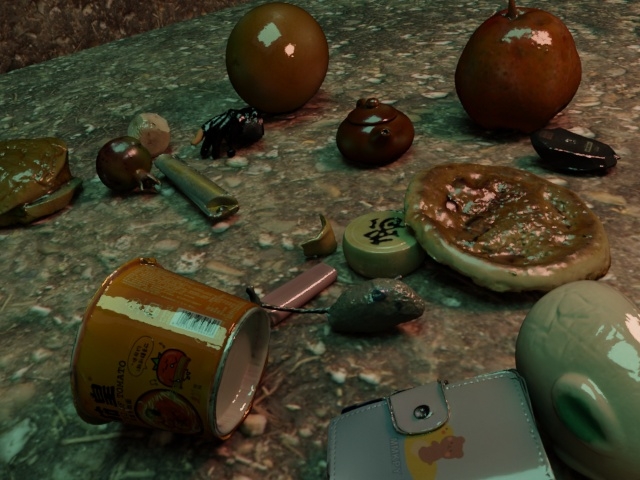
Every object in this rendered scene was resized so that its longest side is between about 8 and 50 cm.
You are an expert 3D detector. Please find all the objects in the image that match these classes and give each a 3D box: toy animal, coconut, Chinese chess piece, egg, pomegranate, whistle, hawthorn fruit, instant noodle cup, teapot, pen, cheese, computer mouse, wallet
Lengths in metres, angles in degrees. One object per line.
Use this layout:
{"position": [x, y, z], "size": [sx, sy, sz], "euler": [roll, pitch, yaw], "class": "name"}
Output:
{"position": [0.024, 0.094, 0.822], "size": [0.252, 0.079, 0.070], "euler": [-1, 13, 10], "class": "toy animal"}
{"position": [-0.442, -0.278, 1.459], "size": [0.110, 0.110, 0.124], "euler": [-16, 38, -11], "class": "coconut"}
{"position": [0.108, 0.003, 0.954], "size": [0.144, 0.059, 0.144], "euler": [-6, 33, 4], "class": "Chinese chess piece"}
{"position": [-0.119, -0.500, 1.556], "size": [0.282, 0.283, 0.351], "euler": [1, 40, 15], "class": "egg"}
{"position": [-0.442, -0.158, 1.285], "size": [0.129, 0.129, 0.159], "euler": [-19, 66, -15], "class": "pomegranate"}
{"position": [-0.276, -0.119, 1.230], "size": [0.068, 0.057, 0.326], "euler": [-29, 39, -22], "class": "whistle"}
{"position": [0.440, -0.401, 1.264], "size": [0.276, 0.298, 0.277], "euler": [-9, 30, 5], "class": "hawthorn fruit"}
{"position": [-0.170, 0.141, 0.698], "size": [0.172, 0.216, 0.216], "euler": [12, 38, 14], "class": "instant noodle cup"}
{"position": [0.119, -0.267, 1.288], "size": [0.178, 0.135, 0.252], "euler": [-8, 34, -6], "class": "teapot"}
{"position": [-0.054, 0.094, 0.885], "size": [0.197, 0.032, 0.053], "euler": [-30, 40, -33], "class": "pen"}
{"position": [0.000, 0.001, 0.989], "size": [0.041, 0.060, 0.084], "euler": [16, 48, 31], "class": "cheese"}
{"position": [0.503, -0.173, 1.129], "size": [0.172, 0.057, 0.099], "euler": [22, 41, 21], "class": "computer mouse"}
{"position": [0.115, 0.226, 0.588], "size": [0.230, 0.069, 0.170], "euler": [-18, 34, 12], "class": "wallet"}

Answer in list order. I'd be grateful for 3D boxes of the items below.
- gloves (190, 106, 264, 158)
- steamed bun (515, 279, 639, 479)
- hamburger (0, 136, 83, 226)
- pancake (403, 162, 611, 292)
{"position": [-0.237, -0.275, 1.409], "size": [0.180, 0.106, 0.129], "euler": [-12, 35, -12], "class": "gloves"}
{"position": [0.285, 0.153, 0.587], "size": [0.130, 0.177, 0.228], "euler": [-20, 41, 2], "class": "steamed bun"}
{"position": [-0.711, -0.144, 1.301], "size": [0.284, 0.134, 0.265], "euler": [-7, 32, 6], "class": "hamburger"}
{"position": [0.302, -0.036, 0.940], "size": [0.356, 0.065, 0.356], "euler": [1, 38, -1], "class": "pancake"}
